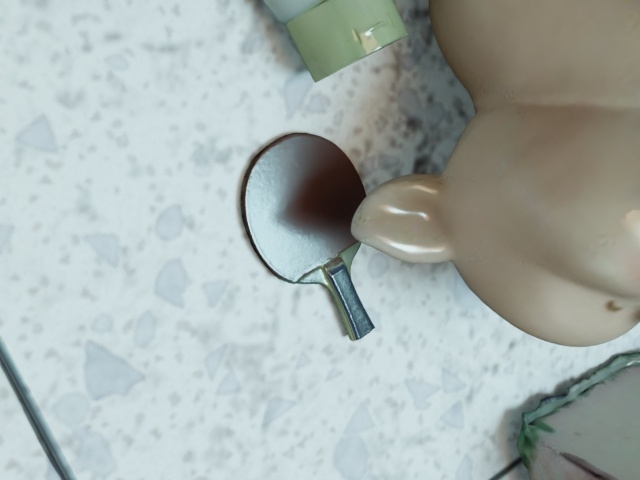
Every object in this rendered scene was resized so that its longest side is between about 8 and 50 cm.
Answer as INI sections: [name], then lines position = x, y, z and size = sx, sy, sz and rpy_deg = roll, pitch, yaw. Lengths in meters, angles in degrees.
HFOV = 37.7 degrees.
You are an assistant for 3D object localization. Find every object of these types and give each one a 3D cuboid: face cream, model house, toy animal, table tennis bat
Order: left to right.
[face cream]
position = -0.021, -0.218, 0.596
size = 0.114, 0.070, 0.224
rpy_deg = -31, 100, -26
[table tennis bat]
position = 0.000, 0.000, 0.659
size = 0.095, 0.014, 0.158
rpy_deg = -33, 110, -24
[toy animal]
position = 0.170, -0.091, 0.622
size = 0.237, 0.269, 0.326
rpy_deg = 1, 55, -46
[model house]
position = 0.306, 0.243, 0.777
size = 0.237, 0.202, 0.237
rpy_deg = -20, 113, -33
